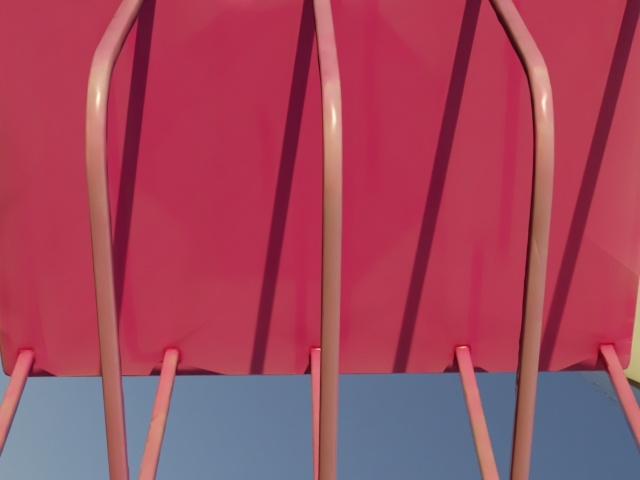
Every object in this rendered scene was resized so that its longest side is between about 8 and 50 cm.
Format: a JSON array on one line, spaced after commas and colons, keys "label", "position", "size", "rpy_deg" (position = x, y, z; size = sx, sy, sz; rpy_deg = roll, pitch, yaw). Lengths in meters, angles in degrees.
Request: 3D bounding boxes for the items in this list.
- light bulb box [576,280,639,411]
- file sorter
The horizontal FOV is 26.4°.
[{"label": "light bulb box", "position": [0.358, 0.099, 0.649], "size": [0.358, 0.225, 0.361], "rpy_deg": [39, -2, -16]}, {"label": "file sorter", "position": [0.000, 0.000, 0.523], "size": [0.182, 0.290, 0.202], "rpy_deg": [-93, -178, -65]}]
